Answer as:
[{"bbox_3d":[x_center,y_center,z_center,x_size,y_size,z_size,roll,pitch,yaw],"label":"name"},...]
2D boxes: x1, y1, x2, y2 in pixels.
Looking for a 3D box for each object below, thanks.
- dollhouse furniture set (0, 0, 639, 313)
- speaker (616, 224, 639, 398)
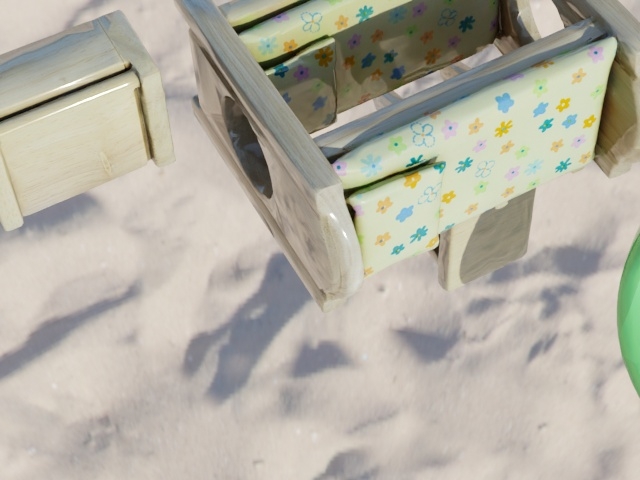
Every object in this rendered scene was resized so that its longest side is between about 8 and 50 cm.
[{"bbox_3d":[0.000,0.000,0.444,0.182,0.161,0.101,-25,56,-15],"label":"dollhouse furniture set"},{"bbox_3d":[0.221,-0.005,0.536,0.131,0.131,0.296,43,33,17],"label":"speaker"}]
